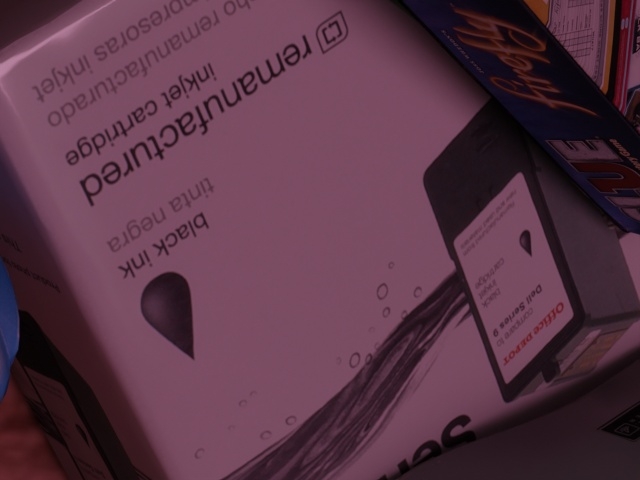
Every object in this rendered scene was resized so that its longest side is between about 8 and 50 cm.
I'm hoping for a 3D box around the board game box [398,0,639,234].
[{"bbox_3d":[0.113,-0.142,0.592,0.165,0.042,0.243,39,64,-47],"label":"board game box"}]

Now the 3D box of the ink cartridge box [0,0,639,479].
[{"bbox_3d":[0.000,0.000,0.638,0.211,0.121,0.289,-37,123,-22],"label":"ink cartridge box"}]

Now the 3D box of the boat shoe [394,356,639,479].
[{"bbox_3d":[0.096,0.095,0.612,0.219,0.078,0.070,-23,118,-32],"label":"boat shoe"}]

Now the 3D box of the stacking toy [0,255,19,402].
[{"bbox_3d":[-0.216,0.107,0.518,0.166,0.175,0.302,12,109,-35],"label":"stacking toy"}]
